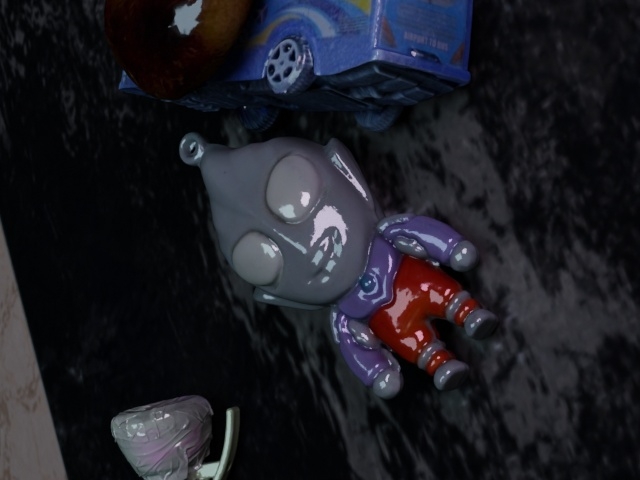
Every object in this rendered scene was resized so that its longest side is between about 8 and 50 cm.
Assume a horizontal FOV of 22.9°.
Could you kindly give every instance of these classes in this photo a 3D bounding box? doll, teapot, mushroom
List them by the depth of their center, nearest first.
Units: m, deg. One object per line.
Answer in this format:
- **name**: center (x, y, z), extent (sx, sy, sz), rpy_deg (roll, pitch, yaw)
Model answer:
- **mushroom**: center (-0.075, -0.134, 0.844), extent (0.123, 0.052, 0.123), rpy_deg (-28, 50, 40)
- **doll**: center (0.000, 0.000, 0.856), extent (0.227, 0.075, 0.102), rpy_deg (39, 105, 30)
- **teapot**: center (-0.086, 0.131, 0.985), extent (0.083, 0.064, 0.064), rpy_deg (-12, 90, 19)

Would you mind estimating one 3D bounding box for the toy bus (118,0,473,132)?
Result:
- **toy bus**: center (-0.017, -0.114, 0.870), extent (0.236, 0.079, 0.094), rpy_deg (4, 80, 50)
